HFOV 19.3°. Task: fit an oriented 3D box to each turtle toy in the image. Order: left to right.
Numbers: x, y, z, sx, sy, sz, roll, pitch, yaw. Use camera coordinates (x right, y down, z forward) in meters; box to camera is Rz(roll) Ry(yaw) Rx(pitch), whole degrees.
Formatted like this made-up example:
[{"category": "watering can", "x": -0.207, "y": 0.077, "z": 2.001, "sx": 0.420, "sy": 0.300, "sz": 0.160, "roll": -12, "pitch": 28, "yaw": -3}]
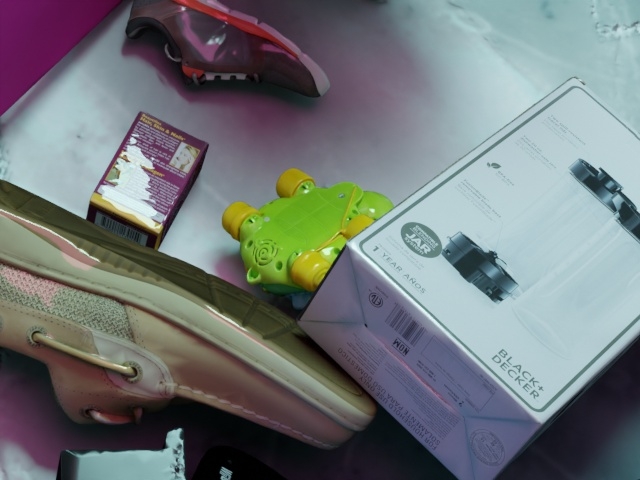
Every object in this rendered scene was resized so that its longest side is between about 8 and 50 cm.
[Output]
[{"category": "turtle toy", "x": 0.000, "y": 0.000, "z": 1.288, "sx": 0.130, "sy": 0.066, "sz": 0.095, "roll": -32, "pitch": 50, "yaw": -28}]

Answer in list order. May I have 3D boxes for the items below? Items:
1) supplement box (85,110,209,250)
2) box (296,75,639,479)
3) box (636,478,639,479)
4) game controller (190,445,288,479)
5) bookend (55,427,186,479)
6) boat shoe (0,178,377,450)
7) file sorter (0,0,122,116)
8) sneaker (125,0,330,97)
[{"category": "supplement box", "x": -0.120, "y": -0.038, "z": 1.295, "sx": 0.055, "sy": 0.043, "sz": 0.083, "roll": 26, "pitch": 60, "yaw": 2}, {"category": "box", "x": 0.141, "y": 0.021, "z": 1.254, "sx": 0.169, "sy": 0.087, "sz": 0.290, "roll": 42, "pitch": 45, "yaw": 11}, {"category": "box", "x": 0.223, "y": 0.269, "z": 1.093, "sx": 0.184, "sy": 0.103, "sz": 0.261, "roll": -22, "pitch": 86, "yaw": 8}, {"category": "game controller", "x": -0.015, "y": 0.202, "z": 1.058, "sx": 0.067, "sy": 0.319, "sz": 0.166, "roll": -44, "pitch": 94, "yaw": 8}, {"category": "bookend", "x": -0.159, "y": 0.200, "z": 1.141, "sx": 0.157, "sy": 0.072, "sz": 0.156, "roll": 0, "pitch": 61, "yaw": -12}, {"category": "boat shoe", "x": -0.130, "y": 0.062, "z": 1.212, "sx": 0.341, "sy": 0.121, "sz": 0.110, "roll": 26, "pitch": 97, "yaw": 5}, {"category": "file sorter", "x": -0.226, "y": -0.244, "z": 1.263, "sx": 0.182, "sy": 0.202, "sz": 0.291, "roll": 29, "pitch": 46, "yaw": 9}, {"category": "sneaker", "x": -0.070, "y": -0.133, "z": 1.362, "sx": 0.158, "sy": 0.061, "sz": 0.065, "roll": 28, "pitch": 87, "yaw": 4}]
